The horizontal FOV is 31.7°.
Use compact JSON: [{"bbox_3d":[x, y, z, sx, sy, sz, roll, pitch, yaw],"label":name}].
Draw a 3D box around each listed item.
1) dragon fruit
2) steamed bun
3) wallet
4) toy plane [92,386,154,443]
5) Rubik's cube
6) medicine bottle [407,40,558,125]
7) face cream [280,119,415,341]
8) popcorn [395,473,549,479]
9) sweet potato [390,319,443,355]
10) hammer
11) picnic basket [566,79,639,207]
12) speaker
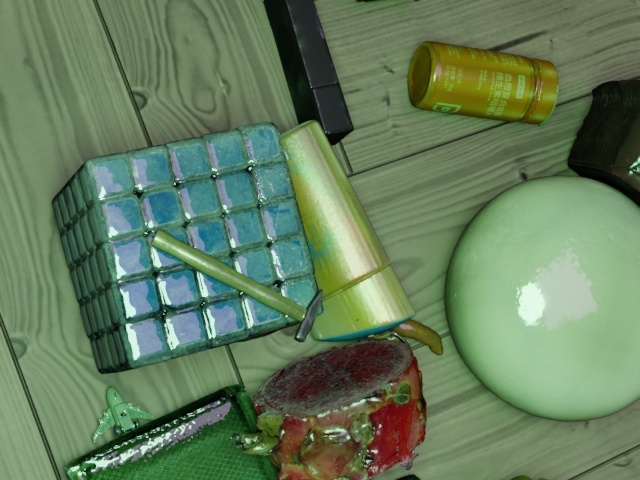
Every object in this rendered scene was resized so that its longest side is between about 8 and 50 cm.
[{"bbox_3d":[0.020,0.225,1.341,0.282,0.211,0.147,-32,112,-40],"label":"dragon fruit"},{"bbox_3d":[0.323,0.074,1.472,0.324,0.206,0.324,1,85,-14],"label":"steamed bun"},{"bbox_3d":[-0.171,0.287,1.352,0.236,0.055,0.160,-23,100,-18],"label":"wallet"},{"bbox_3d":[-0.240,0.215,1.359,0.080,0.033,0.083,-17,84,-27],"label":"toy plane"},{"bbox_3d":[-0.160,0.014,1.316,0.237,0.238,0.237,-12,86,-23],"label":"Rubik's cube"},{"bbox_3d":[0.226,-0.218,1.571,0.192,0.096,0.096,7,77,-18],"label":"medicine bottle"},{"bbox_3d":[0.000,0.000,1.449,0.139,0.067,0.285,-28,89,15],"label":"face cream"},{"bbox_3d":[0.238,0.423,1.366,0.293,0.293,0.237,-16,104,-21],"label":"popcorn"},{"bbox_3d":[0.096,0.098,1.495,0.179,0.044,0.044,41,70,-6],"label":"sweet potato"},{"bbox_3d":[-0.089,0.038,1.204,0.199,0.013,0.062,29,73,-14],"label":"hammer"},{"bbox_3d":[0.449,-0.109,1.530,0.222,0.297,0.129,38,92,-8],"label":"picnic basket"},{"bbox_3d":[-0.018,-0.236,1.500,0.044,0.082,0.218,-15,85,-20],"label":"speaker"}]
